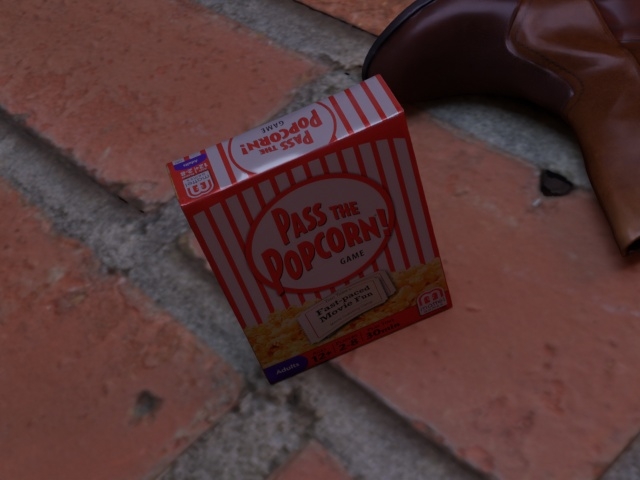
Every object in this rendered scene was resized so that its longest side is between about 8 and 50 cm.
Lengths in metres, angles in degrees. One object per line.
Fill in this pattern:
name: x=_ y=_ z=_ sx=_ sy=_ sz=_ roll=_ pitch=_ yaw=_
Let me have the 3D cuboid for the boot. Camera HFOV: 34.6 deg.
boot: x=0.188 y=-0.092 z=0.806 sx=0.264 sy=0.096 sz=0.280 roll=-14 pitch=53 yaw=-4

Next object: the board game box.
board game box: x=0.000 y=0.000 z=0.688 sx=0.146 sy=0.193 sz=0.045 roll=-24 pitch=46 yaw=-2
